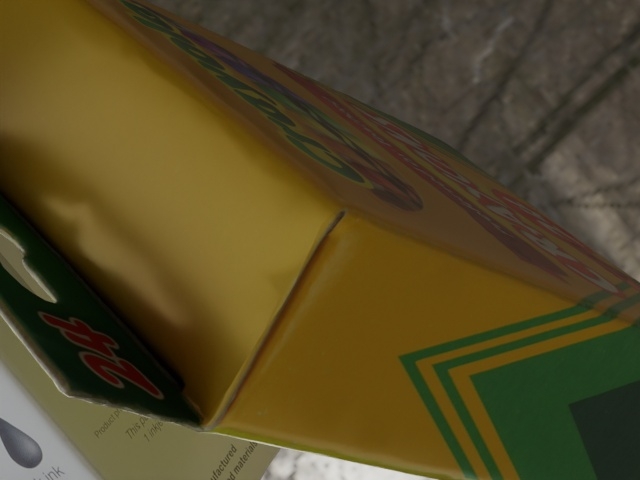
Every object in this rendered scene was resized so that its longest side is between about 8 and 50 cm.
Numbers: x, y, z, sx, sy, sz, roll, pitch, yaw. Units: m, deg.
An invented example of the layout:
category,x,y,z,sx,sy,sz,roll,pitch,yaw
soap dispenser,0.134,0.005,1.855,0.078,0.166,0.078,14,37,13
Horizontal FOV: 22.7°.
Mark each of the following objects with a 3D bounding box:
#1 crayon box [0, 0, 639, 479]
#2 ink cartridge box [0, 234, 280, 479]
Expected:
category,x,y,z,sx,sy,sz,roll,pitch,yaw
crayon box,0.000,0.000,0.572,0.318,0.081,0.202,19,-164,-48
ink cartridge box,-0.192,0.059,0.732,0.283,0.207,0.117,51,-148,-9
